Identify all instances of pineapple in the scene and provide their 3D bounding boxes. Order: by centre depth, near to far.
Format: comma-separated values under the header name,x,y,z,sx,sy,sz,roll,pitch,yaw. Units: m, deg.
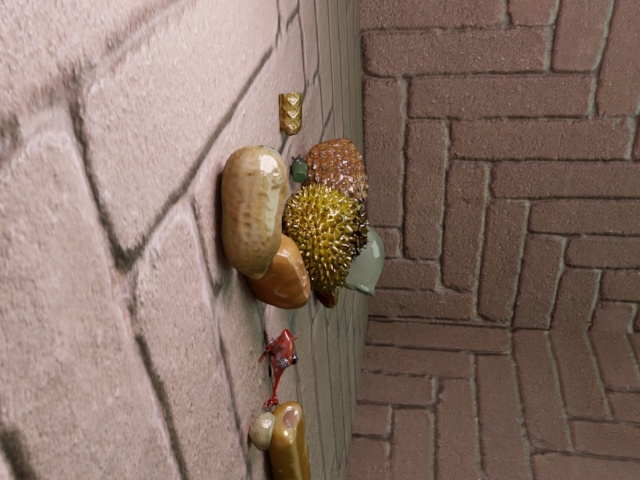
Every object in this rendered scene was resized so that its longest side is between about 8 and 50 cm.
name,x,y,z,sx,sy,sz,roll,pitch,yaw
pineapple,0.068,-0.120,1.816,0.202,0.201,0.362,77,-5,-57

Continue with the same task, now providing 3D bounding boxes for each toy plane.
name,x,y,z,sx,sy,sz,roll,pitch,yaw
toy plane,-0.106,0.312,1.502,0.126,0.077,0.194,52,50,-62

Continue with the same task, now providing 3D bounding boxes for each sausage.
name,x,y,z,sx,sy,sz,roll,pitch,yaw
sausage,-0.095,0.065,1.327,0.241,0.136,0.120,70,30,-55

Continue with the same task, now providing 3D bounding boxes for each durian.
name,x,y,z,sx,sy,sz,roll,pitch,yaw
durian,0.000,0.003,1.589,0.258,0.258,0.293,-64,167,-67

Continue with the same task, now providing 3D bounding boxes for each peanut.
name,x,y,z,sx,sy,sz,roll,pitch,yaw
peanut,-0.123,-0.048,1.149,0.137,0.122,0.253,-76,169,-80

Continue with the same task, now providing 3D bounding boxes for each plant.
name,x,y,z,sx,sy,sz,roll,pitch,yaw
plant,-0.061,-0.207,1.717,0.051,0.051,0.102,82,1,-47

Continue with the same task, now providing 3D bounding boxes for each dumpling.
name,x,y,z,sx,sy,sz,roll,pitch,yaw
dumpling,0.098,0.040,2.303,0.211,0.269,0.321,-4,108,-59

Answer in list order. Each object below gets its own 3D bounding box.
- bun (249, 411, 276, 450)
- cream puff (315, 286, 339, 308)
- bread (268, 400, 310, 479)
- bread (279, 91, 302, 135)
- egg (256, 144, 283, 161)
name,x,y,z,sx,sy,sz,roll,pitch,yaw
bun,-0.133,0.427,1.400,0.086,0.054,0.086,15,90,-86
cream puff,0.024,0.168,2.195,0.149,0.084,0.149,6,90,-83
bread,-0.084,0.555,1.603,0.142,0.091,0.305,-62,154,-53
bread,-0.074,-0.320,1.573,0.066,0.060,0.110,-143,-131,-63
egg,-0.118,-0.152,1.269,0.110,0.085,0.085,-105,-165,-78
